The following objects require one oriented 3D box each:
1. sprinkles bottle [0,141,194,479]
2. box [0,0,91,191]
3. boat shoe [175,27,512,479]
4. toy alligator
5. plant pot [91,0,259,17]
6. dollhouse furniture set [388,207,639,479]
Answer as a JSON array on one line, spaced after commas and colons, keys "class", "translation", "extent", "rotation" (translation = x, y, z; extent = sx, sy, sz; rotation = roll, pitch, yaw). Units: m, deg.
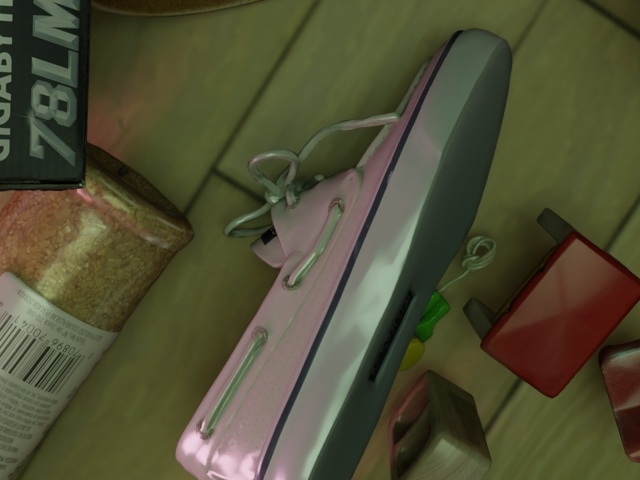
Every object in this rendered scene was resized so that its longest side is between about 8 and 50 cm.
[{"class": "sprinkles bottle", "translation": [-0.235, 0.099, 0.805], "extent": [0.121, 0.121, 0.355], "rotation": [36, 94, -9]}, {"class": "box", "translation": [-0.192, -0.188, 0.675], "extent": [0.073, 0.293, 0.296], "rotation": [-1, 100, -22]}, {"class": "boat shoe", "translation": [0.002, 0.004, 0.805], "extent": [0.156, 0.136, 0.367], "rotation": [21, 81, 21]}, {"class": "toy alligator", "translation": [0.058, 0.068, 0.861], "extent": [0.189, 0.056, 0.051], "rotation": [-36, 144, -5]}, {"class": "plant pot", "translation": [-0.069, -0.301, 0.718], "extent": [0.237, 0.237, 0.254], "rotation": [-15, 86, -2]}, {"class": "dollhouse furniture set", "translation": [0.130, 0.194, 0.806], "extent": [0.201, 0.152, 0.374], "rotation": [35, 103, -8]}]
